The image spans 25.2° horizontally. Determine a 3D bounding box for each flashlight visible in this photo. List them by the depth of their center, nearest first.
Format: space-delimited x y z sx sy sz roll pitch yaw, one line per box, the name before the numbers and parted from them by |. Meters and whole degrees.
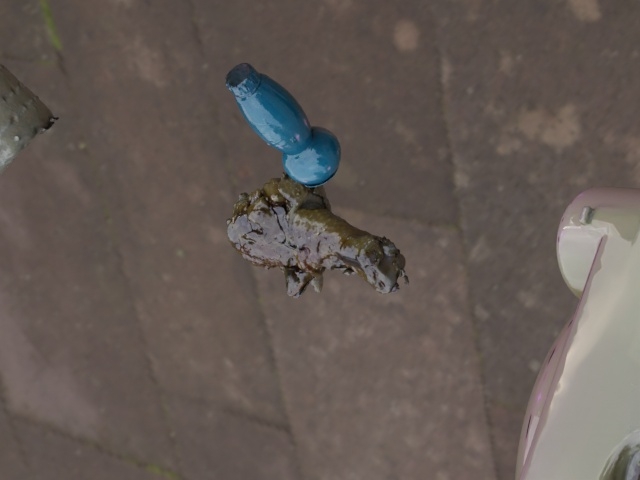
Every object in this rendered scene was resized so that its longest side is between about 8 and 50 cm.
flashlight | -0.029 -0.091 1.139 0.051 0.051 0.129 3 150 39

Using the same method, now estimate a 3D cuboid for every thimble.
thimble | -0.257 -0.086 1.048 0.090 0.115 0.102 42 103 -12

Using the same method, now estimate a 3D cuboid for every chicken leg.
chicken leg | -0.004 -0.007 1.261 0.196 0.080 0.125 -9 116 57

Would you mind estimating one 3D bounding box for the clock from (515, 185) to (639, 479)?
clock | 0.222 0.142 0.867 0.114 0.284 0.309 6 159 42
